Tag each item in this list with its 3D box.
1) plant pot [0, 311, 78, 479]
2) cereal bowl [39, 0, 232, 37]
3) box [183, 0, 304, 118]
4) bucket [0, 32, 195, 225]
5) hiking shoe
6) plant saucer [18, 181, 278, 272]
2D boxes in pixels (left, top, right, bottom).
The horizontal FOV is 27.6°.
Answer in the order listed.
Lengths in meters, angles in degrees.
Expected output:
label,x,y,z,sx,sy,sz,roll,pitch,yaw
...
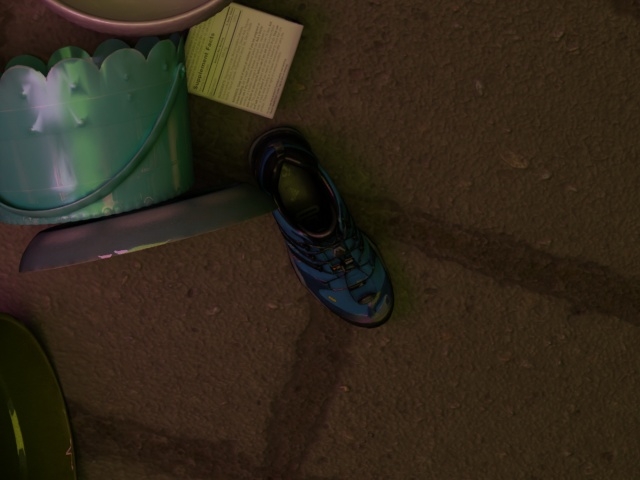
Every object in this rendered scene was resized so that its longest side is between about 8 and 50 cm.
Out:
label,x,y,z,sx,sy,sz,roll,pitch,yaw
plant pot,-0.534,0.298,1.617,0.353,0.366,0.366,-10,106,9
cereal bowl,-0.213,-0.393,1.519,0.339,0.141,0.339,0,84,-2
box,-0.106,-0.235,1.633,0.137,0.072,0.126,17,103,-11
bucket,-0.281,-0.134,1.534,0.281,0.281,0.183,-11,102,-3
hiking shoe,0.000,0.000,1.677,0.113,0.132,0.304,-33,106,3
plant saucer,-0.209,-0.021,1.558,0.318,0.317,0.043,-14,96,-2
